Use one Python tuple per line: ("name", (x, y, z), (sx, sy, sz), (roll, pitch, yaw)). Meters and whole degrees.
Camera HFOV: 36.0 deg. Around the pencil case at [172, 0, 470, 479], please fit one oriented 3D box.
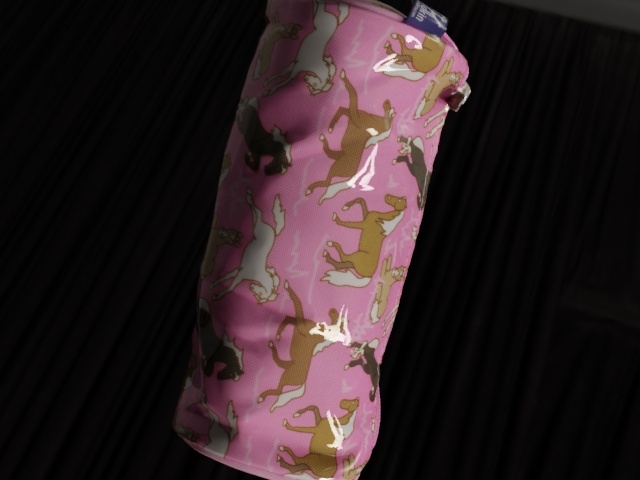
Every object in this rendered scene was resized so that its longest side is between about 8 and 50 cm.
("pencil case", (0.000, 0.000, 0.788), (0.167, 0.386, 0.160), (17, -174, 31))
